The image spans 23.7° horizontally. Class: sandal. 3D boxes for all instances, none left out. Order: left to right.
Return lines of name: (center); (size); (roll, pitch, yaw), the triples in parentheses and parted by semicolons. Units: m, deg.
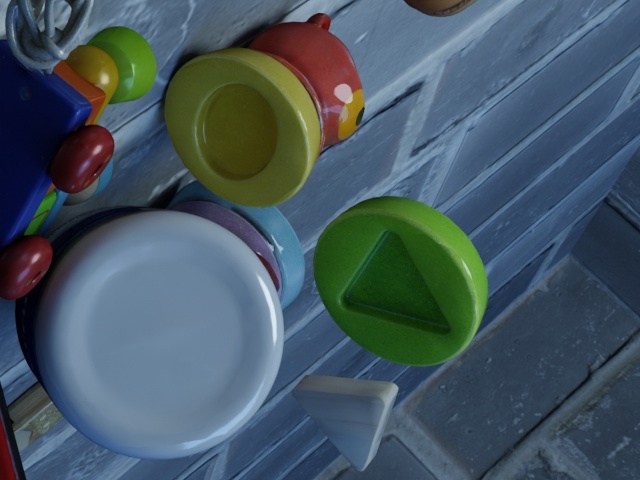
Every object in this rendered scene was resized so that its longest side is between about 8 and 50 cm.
sandal: (-0.288, 0.222, 1.334); (0.240, 0.079, 0.088); (-43, 165, -10)

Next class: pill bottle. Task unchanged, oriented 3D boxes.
pill bottle: (-0.126, 0.053, 1.030); (0.153, 0.153, 0.264); (-43, -168, -10)

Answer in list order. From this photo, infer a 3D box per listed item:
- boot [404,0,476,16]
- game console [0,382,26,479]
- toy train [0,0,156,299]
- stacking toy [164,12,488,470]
boot: (0.066, -0.246, 0.984); (0.220, 0.109, 0.283); (-32, 158, -46)
game console: (-0.210, 0.214, 0.938); (0.060, 0.342, 0.386); (-7, 163, -21)
toy train: (-0.140, -0.091, 0.875); (0.248, 0.105, 0.143); (-55, 173, 32)
stacking toy: (0.000, 0.000, 1.175); (0.130, 0.279, 0.309); (-46, 169, -46)
